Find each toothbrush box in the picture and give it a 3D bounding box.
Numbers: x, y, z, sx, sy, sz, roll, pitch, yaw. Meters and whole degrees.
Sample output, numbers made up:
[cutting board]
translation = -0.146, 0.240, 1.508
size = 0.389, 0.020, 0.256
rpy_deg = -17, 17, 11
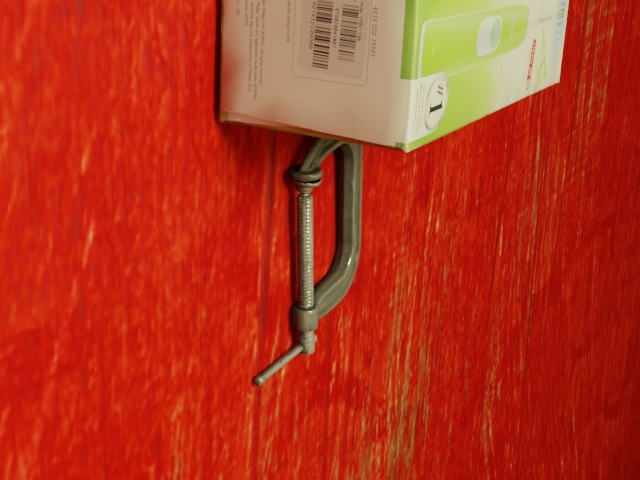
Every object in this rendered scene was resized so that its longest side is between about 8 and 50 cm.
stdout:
[toothbrush box]
translation = 0.062, -0.185, 0.695
size = 0.283, 0.122, 0.206
rpy_deg = -28, 126, -60

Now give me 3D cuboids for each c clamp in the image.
[c clamp]
translation = 0.000, 0.000, 0.758
size = 0.137, 0.022, 0.161
rpy_deg = -31, 128, -57
